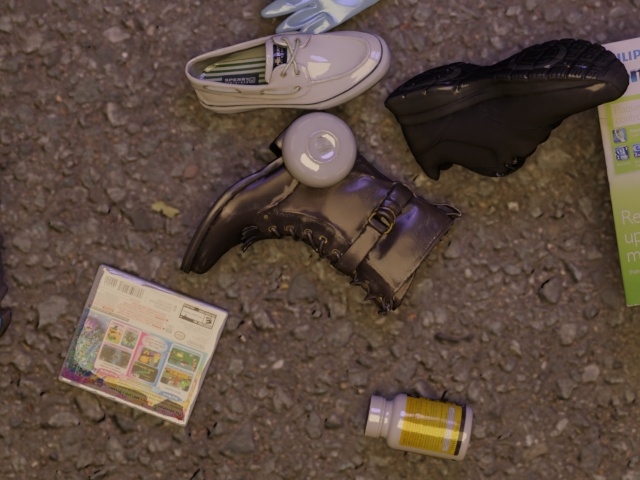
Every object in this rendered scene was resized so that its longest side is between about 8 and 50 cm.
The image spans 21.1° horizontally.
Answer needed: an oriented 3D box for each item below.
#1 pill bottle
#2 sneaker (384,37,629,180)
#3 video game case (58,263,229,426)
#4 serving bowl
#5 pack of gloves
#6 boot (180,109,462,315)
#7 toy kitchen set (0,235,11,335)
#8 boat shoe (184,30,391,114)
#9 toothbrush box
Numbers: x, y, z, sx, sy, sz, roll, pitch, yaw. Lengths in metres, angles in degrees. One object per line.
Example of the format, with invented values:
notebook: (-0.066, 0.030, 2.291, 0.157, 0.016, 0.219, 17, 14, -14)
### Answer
pill bottle: (0.110, 0.208, 1.942, 0.116, 0.065, 0.065, 11, 96, -1)
sneaker: (0.209, -0.136, 1.849, 0.286, 0.109, 0.130, -7, 111, 41)
video game case: (-0.202, 0.119, 1.960, 0.157, 0.019, 0.143, 21, 96, -2)
serving bowl: (0.001, -0.100, 1.861, 0.083, 0.027, 0.083, 1, 84, -9)
pack of gloves: (0.008, -0.343, 1.904, 0.232, 0.046, 0.195, -29, 95, -7)
boot: (0.000, 0.000, 1.908, 0.229, 0.091, 0.263, 44, 93, -3)
toy kitchen set: (-0.440, 0.028, 1.901, 0.166, 0.122, 0.207, -4, 96, 1)
boat shoe: (-0.039, -0.183, 1.860, 0.226, 0.076, 0.083, -13, 66, 18)
toothbrush box: (0.417, -0.082, 1.831, 0.206, 0.122, 0.283, -8, 87, 24)
